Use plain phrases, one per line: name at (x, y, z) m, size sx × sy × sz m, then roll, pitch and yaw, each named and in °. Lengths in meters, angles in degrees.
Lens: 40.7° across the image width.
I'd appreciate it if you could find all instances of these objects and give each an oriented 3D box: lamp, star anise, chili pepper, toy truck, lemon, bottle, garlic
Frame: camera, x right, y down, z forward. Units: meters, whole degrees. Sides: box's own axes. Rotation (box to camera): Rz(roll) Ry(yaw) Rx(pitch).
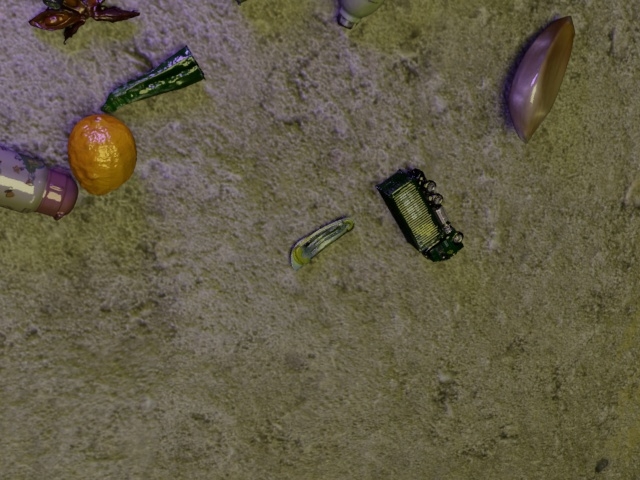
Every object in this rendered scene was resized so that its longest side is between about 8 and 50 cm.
lamp at (0.107, -0.556, 1.840) m, size 0.101 × 0.101 × 0.250 m, roll 12°, pitch 133°, yaw -26°
star anise at (-0.477, -0.478, 1.694) m, size 0.212 × 0.053 × 0.157 m, roll -22°, pitch 118°, yaw -10°
chili pepper at (-0.358, -0.322, 1.809) m, size 0.227 × 0.059 × 0.088 m, roll -28°, pitch 132°, yaw -4°
toy truck at (0.256, -0.059, 2.149) m, size 0.121 × 0.088 × 0.259 m, roll -36°, pitch 119°, yaw -6°
lemon at (-0.451, -0.174, 1.783) m, size 0.142 × 0.142 × 0.187 m, roll -3°, pitch 125°, yaw -21°
bottle at (-0.621, -0.121, 1.753) m, size 0.253 × 0.120 × 0.120 m, roll 18°, pitch 104°, yaw -29°
garlic at (0.534, -0.400, 2.100) m, size 0.143 × 0.112 × 0.318 m, roll 23°, pitch 96°, yaw -51°

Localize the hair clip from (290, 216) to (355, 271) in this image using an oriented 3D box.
hair clip at (0.000, 0.000, 2.100) m, size 0.188 × 0.033 × 0.060 m, roll -34°, pitch 118°, yaw -3°

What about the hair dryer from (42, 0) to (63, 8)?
hair dryer at (-0.551, -0.551, 1.616) m, size 0.219 × 0.075 × 0.195 m, roll 17°, pitch 76°, yaw -9°

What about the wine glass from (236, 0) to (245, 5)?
wine glass at (-0.115, -0.579, 1.762) m, size 0.204 × 0.111 × 0.111 m, roll -38°, pitch 120°, yaw -5°
